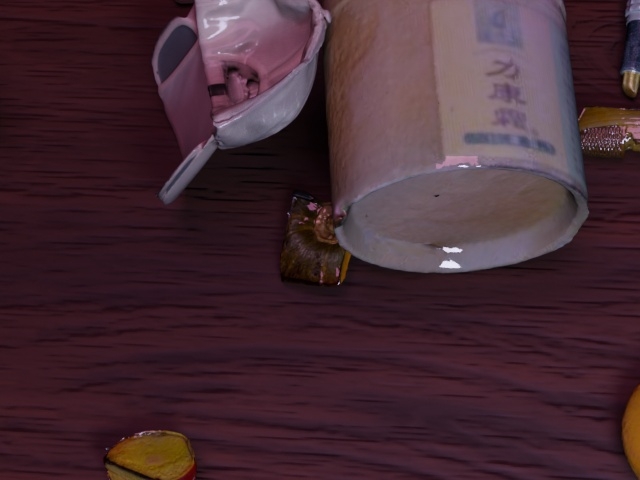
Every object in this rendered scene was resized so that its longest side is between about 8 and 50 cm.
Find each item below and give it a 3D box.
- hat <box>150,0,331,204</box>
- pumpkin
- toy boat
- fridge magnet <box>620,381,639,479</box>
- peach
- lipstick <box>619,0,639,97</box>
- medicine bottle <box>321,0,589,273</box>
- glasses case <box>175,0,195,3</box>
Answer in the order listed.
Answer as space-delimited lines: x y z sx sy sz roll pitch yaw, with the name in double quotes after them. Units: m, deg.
-0.080 -0.136 1.382 0.164 0.226 0.219 -2 55 -8 "hat"
-0.001 0.001 1.405 0.073 0.035 0.101 5 69 22 "pumpkin"
0.322 -0.100 1.405 0.149 0.047 0.049 7 80 13 "toy boat"
0.339 0.173 1.267 0.143 0.063 0.143 -3 63 5 "fridge magnet"
-0.155 0.214 1.313 0.083 0.050 0.077 -10 41 -8 "peach"
0.322 -0.199 1.458 0.037 0.037 0.116 11 72 12 "lipstick"
0.118 -0.195 1.367 0.236 0.236 0.406 -5 66 5 "medicine bottle"
-0.121 -0.277 1.552 0.083 0.021 0.032 -9 65 2 "glasses case"
